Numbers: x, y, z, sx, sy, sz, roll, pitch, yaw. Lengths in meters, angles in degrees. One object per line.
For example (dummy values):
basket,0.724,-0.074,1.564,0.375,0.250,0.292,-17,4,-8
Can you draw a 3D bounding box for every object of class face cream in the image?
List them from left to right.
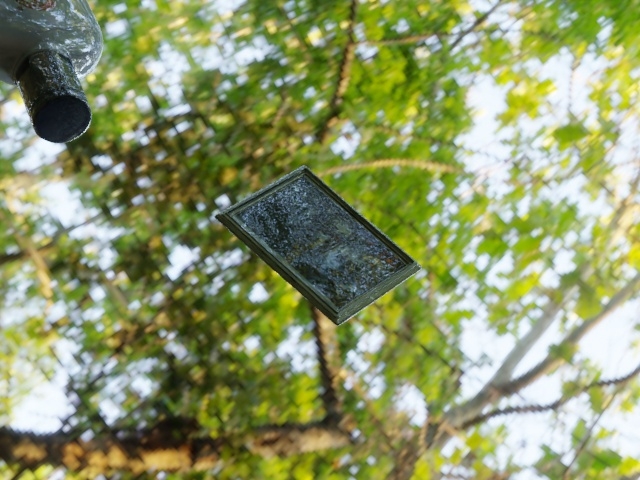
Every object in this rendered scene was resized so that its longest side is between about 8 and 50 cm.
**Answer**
face cream,-0.274,-0.199,1.393,0.291,0.144,0.071,64,-39,41

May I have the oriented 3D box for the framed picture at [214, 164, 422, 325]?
framed picture,0.000,0.000,1.607,0.183,0.142,0.011,41,-42,20
